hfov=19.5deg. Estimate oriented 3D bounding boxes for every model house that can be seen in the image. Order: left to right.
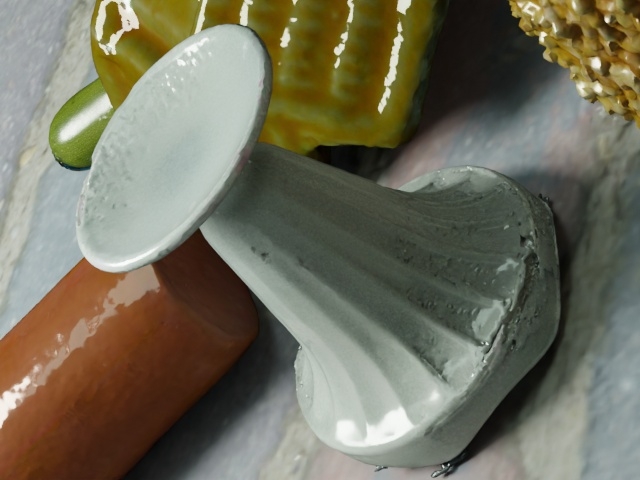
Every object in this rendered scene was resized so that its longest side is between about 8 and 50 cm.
[{"bbox_3d":[-0.002,-0.128,1.048,0.239,0.173,0.268,44,130,43],"label":"model house"}]

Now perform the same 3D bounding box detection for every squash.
[{"bbox_3d":[-0.117,-0.102,1.239,0.183,0.052,0.052,-33,40,33],"label":"squash"}]

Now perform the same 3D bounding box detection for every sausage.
[{"bbox_3d":[-0.152,0.102,1.064,0.259,0.113,0.113,-45,35,15],"label":"sausage"}]

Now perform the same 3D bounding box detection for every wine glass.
[{"bbox_3d":[0.000,0.000,0.880,0.165,0.196,0.165,-30,41,30],"label":"wine glass"}]

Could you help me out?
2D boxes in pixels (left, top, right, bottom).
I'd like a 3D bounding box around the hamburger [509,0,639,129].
[{"bbox_3d":[0.197,-0.135,0.674,0.302,0.302,0.170,-7,49,49],"label":"hamburger"}]
